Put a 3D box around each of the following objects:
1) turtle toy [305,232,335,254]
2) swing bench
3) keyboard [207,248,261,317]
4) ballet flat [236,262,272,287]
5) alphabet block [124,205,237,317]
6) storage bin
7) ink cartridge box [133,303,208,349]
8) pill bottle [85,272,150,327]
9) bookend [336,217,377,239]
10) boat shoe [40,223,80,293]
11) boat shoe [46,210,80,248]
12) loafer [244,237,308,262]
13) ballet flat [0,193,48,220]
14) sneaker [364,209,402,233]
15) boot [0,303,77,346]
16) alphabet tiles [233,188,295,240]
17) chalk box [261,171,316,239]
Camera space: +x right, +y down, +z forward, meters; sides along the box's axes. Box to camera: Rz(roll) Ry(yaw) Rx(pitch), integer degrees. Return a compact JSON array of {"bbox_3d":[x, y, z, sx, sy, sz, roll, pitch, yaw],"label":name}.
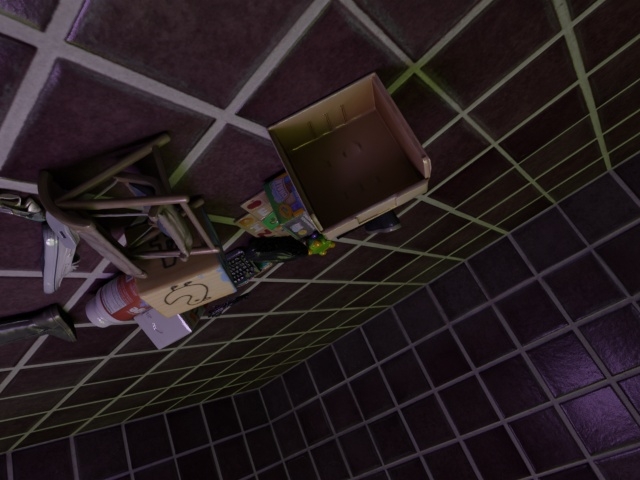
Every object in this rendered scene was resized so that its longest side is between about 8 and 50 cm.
[{"bbox_3d":[0.000,0.000,1.423,0.095,0.066,0.130,4,143,-47],"label":"turtle toy"},{"bbox_3d":[-0.377,-0.046,0.850,0.255,0.165,0.253,-21,156,-8],"label":"swing bench"},{"bbox_3d":[-0.337,0.164,1.369,0.317,0.033,0.201,-29,124,12],"label":"keyboard"},{"bbox_3d":[-0.240,0.105,1.412,0.206,0.073,0.067,-26,171,12],"label":"ballet flat"},{"bbox_3d":[-0.350,0.056,1.051,0.197,0.193,0.192,-21,154,-8],"label":"alphabet block"},{"bbox_3d":[0.062,-0.176,0.893,0.262,0.260,0.123,-27,160,3],"label":"storage bin"},{"bbox_3d":[-0.452,0.218,1.265,0.127,0.128,0.176,-29,-164,11],"label":"ink cartridge box"},{"bbox_3d":[-0.542,0.156,1.158,0.216,0.121,0.121,-30,156,11],"label":"pill bottle"},{"bbox_3d":[0.089,-0.092,1.290,0.156,0.072,0.157,-29,155,5],"label":"bookend"},{"bbox_3d":[-0.589,0.049,0.938,0.076,0.083,0.226,-4,148,-37],"label":"boat shoe"},{"bbox_3d":[-0.526,-0.031,0.848,0.035,0.035,0.100,-7,126,5],"label":"boat shoe"},{"bbox_3d":[-0.141,0.037,1.336,0.223,0.076,0.078,2,150,-38],"label":"loafer"},{"bbox_3d":[-0.570,-0.065,0.782,0.041,0.041,0.114,-34,156,19],"label":"ballet flat"},{"bbox_3d":[0.205,-0.092,1.435,0.083,0.118,0.222,-21,-175,-17],"label":"sneaker"},{"bbox_3d":[-0.829,0.266,1.168,0.209,0.076,0.189,-23,143,-22],"label":"boot"},{"bbox_3d":[-0.086,-0.087,1.233,0.285,0.011,0.342,-29,156,10],"label":"alphabet tiles"},{"bbox_3d":[-0.055,-0.098,1.068,0.213,0.132,0.132,-28,157,8],"label":"chalk box"}]
